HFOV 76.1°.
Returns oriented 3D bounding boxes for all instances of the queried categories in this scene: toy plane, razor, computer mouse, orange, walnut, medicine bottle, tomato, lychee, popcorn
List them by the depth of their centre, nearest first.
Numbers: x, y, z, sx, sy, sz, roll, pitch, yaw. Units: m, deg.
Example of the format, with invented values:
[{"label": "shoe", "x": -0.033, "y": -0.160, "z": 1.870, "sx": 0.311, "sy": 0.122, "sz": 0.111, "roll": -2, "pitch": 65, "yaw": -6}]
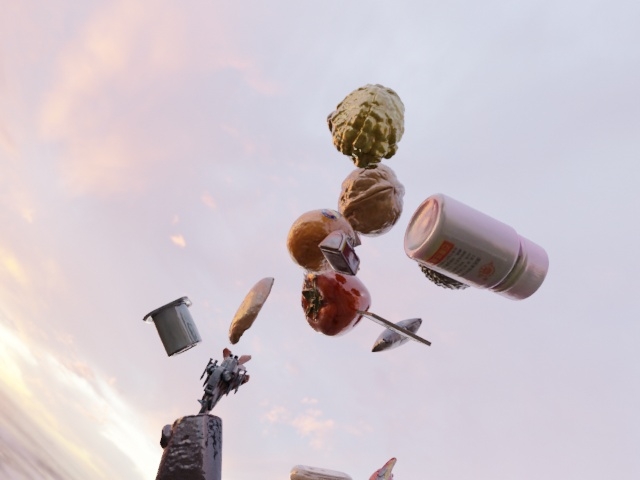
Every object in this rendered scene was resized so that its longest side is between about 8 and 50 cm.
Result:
[{"label": "razor", "x": -0.355, "y": 0.646, "z": 1.097, "sx": 0.189, "sy": 0.327, "sz": 0.107, "roll": -9, "pitch": -38, "yaw": 4}, {"label": "popcorn", "x": 0.138, "y": -0.348, "z": 1.198, "sx": 0.173, "sy": 0.286, "sz": 0.225, "roll": 31, "pitch": -66, "yaw": -32}, {"label": "medicine bottle", "x": 0.469, "y": 0.025, "z": 1.245, "sx": 0.388, "sy": 0.219, "sz": 0.219, "roll": 22, "pitch": -37, "yaw": -13}, {"label": "orange", "x": -0.001, "y": 0.001, "z": 1.298, "sx": 0.193, "sy": 0.219, "sz": 0.219, "roll": 35, "pitch": -36, "yaw": 42}, {"label": "computer mouse", "x": 0.004, "y": 0.858, "z": 1.450, "sx": 0.236, "sy": 0.082, "sz": 0.145, "roll": 14, "pitch": -21, "yaw": -6}, {"label": "toy plane", "x": -0.390, "y": 0.549, "z": 1.512, "sx": 0.222, "sy": 0.326, "sz": 0.104, "roll": 6, "pitch": -47, "yaw": 31}, {"label": "lychee", "x": 0.520, "y": 0.068, "z": 1.617, "sx": 0.274, "sy": 0.255, "sz": 0.255, "roll": -2, "pitch": -56, "yaw": 23}, {"label": "walnut", "x": 0.204, "y": -0.158, "z": 1.637, "sx": 0.251, "sy": 0.277, "sz": 0.313, "roll": 18, "pitch": -21, "yaw": -17}, {"label": "tomato", "x": 0.066, "y": 0.265, "z": 1.868, "sx": 0.341, "sy": 0.272, "sz": 0.342, "roll": 6, "pitch": -83, "yaw": 52}]

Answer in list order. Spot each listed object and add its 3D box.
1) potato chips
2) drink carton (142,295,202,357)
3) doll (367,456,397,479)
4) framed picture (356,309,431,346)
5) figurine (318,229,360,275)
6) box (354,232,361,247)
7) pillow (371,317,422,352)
[{"label": "potato chips", "x": -0.179, "y": 0.170, "z": 1.030, "sx": 0.049, "sy": 0.202, "sz": 0.150, "roll": 30, "pitch": -29, "yaw": -6}, {"label": "drink carton", "x": -0.576, "y": 0.354, "z": 1.632, "sx": 0.190, "sy": 0.191, "sz": 0.185, "roll": 62, "pitch": -18, "yaw": 9}, {"label": "doll", "x": 0.153, "y": 0.670, "z": 1.122, "sx": 0.057, "sy": 0.169, "sz": 0.109, "roll": 14, "pitch": -87, "yaw": 46}, {"label": "framed picture", "x": 0.282, "y": 0.341, "z": 1.612, "sx": 0.265, "sy": 0.018, "sz": 0.192, "roll": 27, "pitch": -10, "yaw": -9}, {"label": "figurine", "x": 0.072, "y": 0.035, "z": 1.186, "sx": 0.082, "sy": 0.098, "sz": 0.154, "roll": 8, "pitch": -33, "yaw": 38}, {"label": "box", "x": 0.092, "y": -0.004, "z": 1.886, "sx": 0.182, "sy": 0.133, "sz": 0.099, "roll": -23, "pitch": -70, "yaw": 9}, {"label": "pillow", "x": 0.370, "y": 0.466, "z": 2.007, "sx": 0.106, "sy": 0.249, "sz": 0.186, "roll": 58, "pitch": -30, "yaw": 24}]
